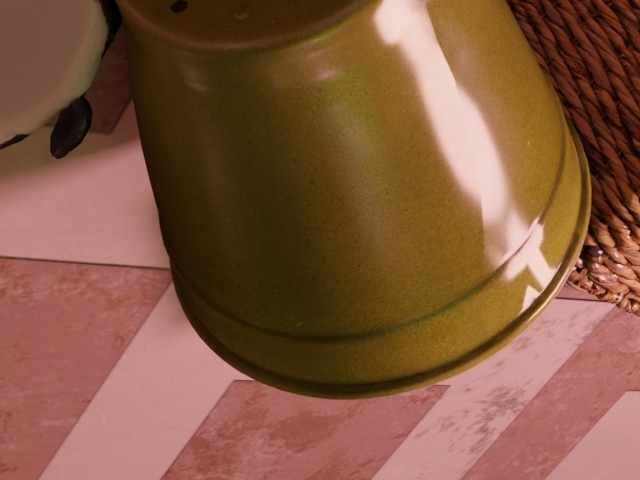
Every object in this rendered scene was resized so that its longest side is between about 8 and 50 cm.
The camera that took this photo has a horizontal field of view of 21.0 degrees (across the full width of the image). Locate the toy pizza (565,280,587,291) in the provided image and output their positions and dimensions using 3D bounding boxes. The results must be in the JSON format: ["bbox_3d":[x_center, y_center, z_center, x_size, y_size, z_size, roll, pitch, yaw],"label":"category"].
[{"bbox_3d":[0.369,-0.002,2.021,0.201,0.032,0.201,-19,145,-14],"label":"toy pizza"}]

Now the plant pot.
[{"bbox_3d":[0.004,-0.122,1.333,0.366,0.366,0.353,-27,142,-3],"label":"plant pot"}]

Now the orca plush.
[{"bbox_3d":[-0.230,-0.122,1.387,0.102,0.151,0.287,-36,160,-54],"label":"orca plush"}]

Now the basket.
[{"bbox_3d":[0.286,-0.110,1.586,0.223,0.299,0.213,-42,144,19],"label":"basket"}]
